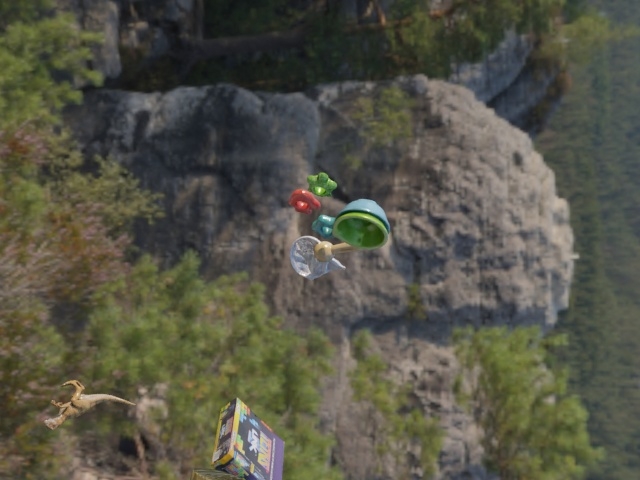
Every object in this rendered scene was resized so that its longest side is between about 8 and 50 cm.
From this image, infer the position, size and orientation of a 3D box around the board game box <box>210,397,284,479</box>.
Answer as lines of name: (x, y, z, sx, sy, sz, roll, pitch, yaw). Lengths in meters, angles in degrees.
board game box: (-0.132, 0.396, 1.578, 0.141, 0.048, 0.170, 46, 17, -19)

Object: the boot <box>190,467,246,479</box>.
boot: (-0.099, 0.423, 0.978, 0.089, 0.236, 0.269, 16, 82, -37)

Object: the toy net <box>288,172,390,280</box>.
toy net: (0.000, 0.000, 1.094, 0.232, 0.122, 0.045, 128, -19, -56)

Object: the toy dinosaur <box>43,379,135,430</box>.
toy dinosaur: (-0.556, 0.378, 1.979, 0.212, 0.064, 0.112, -20, 84, -36)
